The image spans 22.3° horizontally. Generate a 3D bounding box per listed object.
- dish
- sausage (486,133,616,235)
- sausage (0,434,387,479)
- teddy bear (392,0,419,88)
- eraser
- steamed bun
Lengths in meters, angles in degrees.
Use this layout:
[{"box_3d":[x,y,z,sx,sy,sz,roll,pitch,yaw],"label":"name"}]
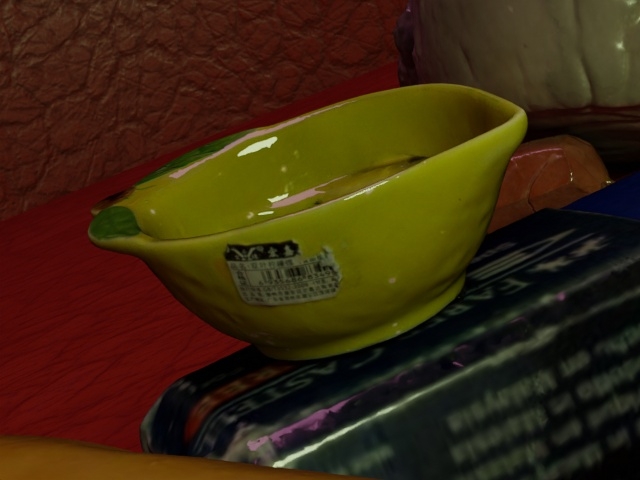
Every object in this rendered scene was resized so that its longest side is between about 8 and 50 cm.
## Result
[{"box_3d":[0.000,0.000,0.673,0.207,0.080,0.149,-10,20,33],"label":"dish"},{"box_3d":[0.135,-0.033,1.176,0.169,0.065,0.065,-18,11,27],"label":"sausage"},{"box_3d":[-0.015,0.124,0.518,0.328,0.112,0.112,3,22,32],"label":"sausage"},{"box_3d":[0.192,-0.204,1.492,0.267,0.236,0.151,-42,39,-13],"label":"teddy bear"},{"box_3d":[0.091,0.056,0.703,0.332,0.102,0.155,-25,12,-16],"label":"eraser"},{"box_3d":[0.193,-0.182,1.214,0.236,0.247,0.383,-1,3,-21],"label":"steamed bun"}]
